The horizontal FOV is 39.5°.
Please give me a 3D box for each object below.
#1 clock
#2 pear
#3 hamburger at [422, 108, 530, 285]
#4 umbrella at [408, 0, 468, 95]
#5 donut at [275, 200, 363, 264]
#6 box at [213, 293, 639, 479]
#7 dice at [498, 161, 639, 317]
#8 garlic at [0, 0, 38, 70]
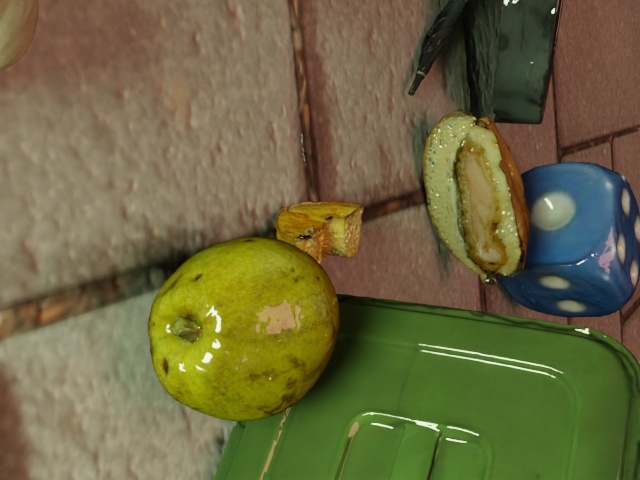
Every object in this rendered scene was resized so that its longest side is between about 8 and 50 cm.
[{"bbox_3d":[0.230,-0.260,0.945,0.280,0.055,0.281,9,90,-76],"label":"clock"},{"bbox_3d":[-0.042,0.050,0.518,0.131,0.107,0.107,2,87,-67],"label":"pear"},{"bbox_3d":[0.154,-0.053,0.877,0.176,0.087,0.102,68,25,-20],"label":"hamburger"},{"bbox_3d":[0.134,-0.236,0.884,0.044,0.044,0.269,39,50,-15],"label":"umbrella"},{"bbox_3d":[0.000,0.000,0.632,0.083,0.067,0.038,-102,-162,-69],"label":"donut"},{"bbox_3d":[0.057,0.218,0.562,0.178,0.252,0.329,71,34,-50],"label":"box"},{"bbox_3d":[0.291,0.003,1.037,0.146,0.143,0.147,49,49,-48],"label":"dice"},{"bbox_3d":[-0.164,-0.112,0.349,0.113,0.074,0.094,15,85,-42],"label":"garlic"}]
